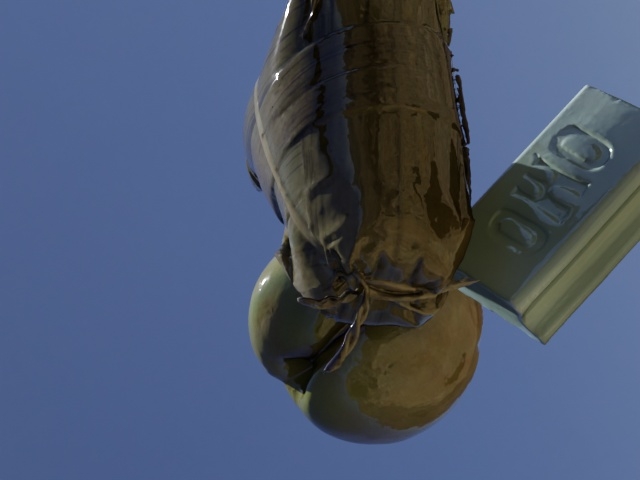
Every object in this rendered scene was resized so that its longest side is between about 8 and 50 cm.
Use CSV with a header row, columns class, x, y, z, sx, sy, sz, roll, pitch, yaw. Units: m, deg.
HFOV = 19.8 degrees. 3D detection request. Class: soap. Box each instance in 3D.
class,x,y,z,sx,sy,sz,roll,pitch,yaw
soap,0.266,-0.032,1.994,0.160,0.265,0.087,35,168,49

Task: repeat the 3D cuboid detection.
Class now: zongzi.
class,x,y,z,sx,sy,sz,roll,pitch,yaw
zongzi,0.021,0.002,2.065,0.467,0.218,0.500,113,157,-55

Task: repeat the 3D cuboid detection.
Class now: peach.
class,x,y,z,sx,sy,sz,roll,pitch,yaw
peach,0.063,0.105,2.269,0.247,0.292,0.292,107,175,-46
